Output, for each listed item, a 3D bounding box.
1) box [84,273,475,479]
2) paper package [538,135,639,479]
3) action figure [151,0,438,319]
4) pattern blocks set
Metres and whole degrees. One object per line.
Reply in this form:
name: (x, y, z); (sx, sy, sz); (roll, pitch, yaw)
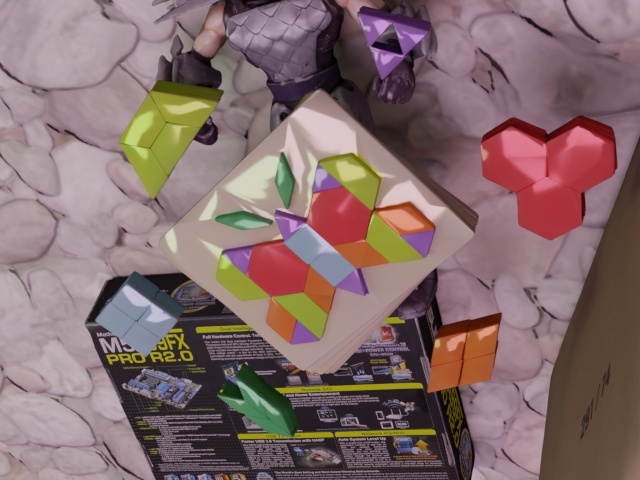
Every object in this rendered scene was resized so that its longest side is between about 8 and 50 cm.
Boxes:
box: (-0.027, 0.123, 1.027); (0.270, 0.060, 0.216); (-5, 125, 19)
paper package: (0.244, 0.093, 0.762); (0.168, 0.309, 0.325); (12, 131, 3)
action figure: (-0.003, -0.086, 0.832); (0.185, 0.099, 0.285); (-6, 123, 26)
pattern blocks set: (0.000, 0.000, 0.815); (0.285, 0.026, 0.325); (29, 124, -3)
